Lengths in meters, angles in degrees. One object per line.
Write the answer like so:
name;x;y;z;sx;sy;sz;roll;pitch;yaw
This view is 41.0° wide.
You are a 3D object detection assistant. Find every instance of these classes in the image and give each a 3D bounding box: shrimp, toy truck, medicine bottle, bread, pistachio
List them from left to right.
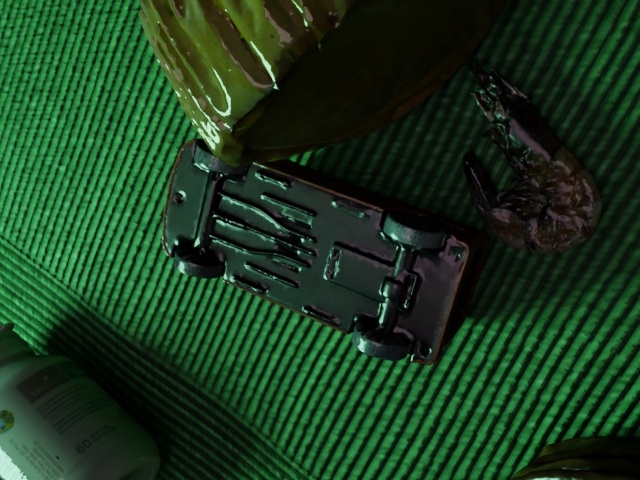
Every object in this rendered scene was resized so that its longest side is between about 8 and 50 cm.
medicine bottle;-0.273;0.185;0.841;0.215;0.135;0.135;40;113;17
toy truck;0.000;0.000;0.686;0.252;0.114;0.108;22;109;22
bread;0.004;-0.162;0.583;0.227;0.253;0.142;-37;78;35
shrimp;0.143;-0.060;0.647;0.091;0.034;0.161;-34;83;28
pistachio;0.207;0.193;0.584;0.165;0.131;0.210;29;158;-16
